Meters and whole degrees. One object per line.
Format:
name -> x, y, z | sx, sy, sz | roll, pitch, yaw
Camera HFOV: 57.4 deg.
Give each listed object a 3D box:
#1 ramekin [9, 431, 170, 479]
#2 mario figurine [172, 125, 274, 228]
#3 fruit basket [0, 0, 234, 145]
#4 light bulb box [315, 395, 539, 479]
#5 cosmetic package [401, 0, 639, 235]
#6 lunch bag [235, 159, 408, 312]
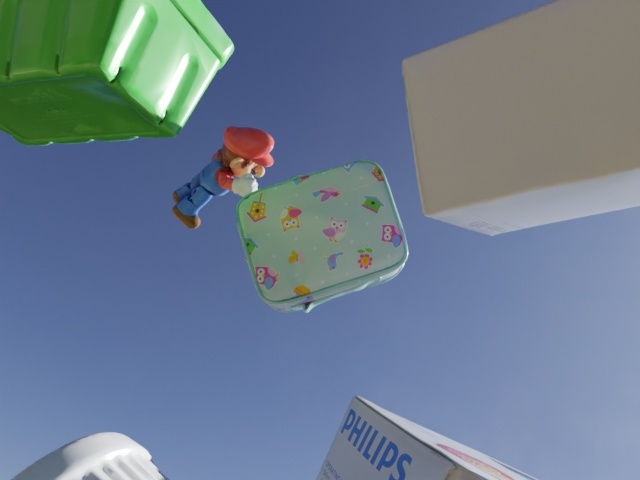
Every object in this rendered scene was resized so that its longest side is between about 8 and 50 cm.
ramekin -> -0.152, 0.239, 0.361 | 0.109, 0.207, 0.207 | 29, -34, 18
mario figurine -> -0.232, -0.155, 1.514 | 0.320, 0.170, 0.198 | -38, -107, 22
fruit basket -> -0.314, -0.328, 0.837 | 0.391, 0.393, 0.283 | 4, -19, 24
light bulb box -> 0.138, 0.405, 0.571 | 0.357, 0.361, 0.225 | 28, -8, -16
cosmetic package -> 0.288, -0.119, 0.498 | 0.384, 0.156, 0.217 | -15, -12, 33
lunch bag -> 0.000, 0.000, 1.011 | 0.278, 0.224, 0.108 | -17, -10, -1
